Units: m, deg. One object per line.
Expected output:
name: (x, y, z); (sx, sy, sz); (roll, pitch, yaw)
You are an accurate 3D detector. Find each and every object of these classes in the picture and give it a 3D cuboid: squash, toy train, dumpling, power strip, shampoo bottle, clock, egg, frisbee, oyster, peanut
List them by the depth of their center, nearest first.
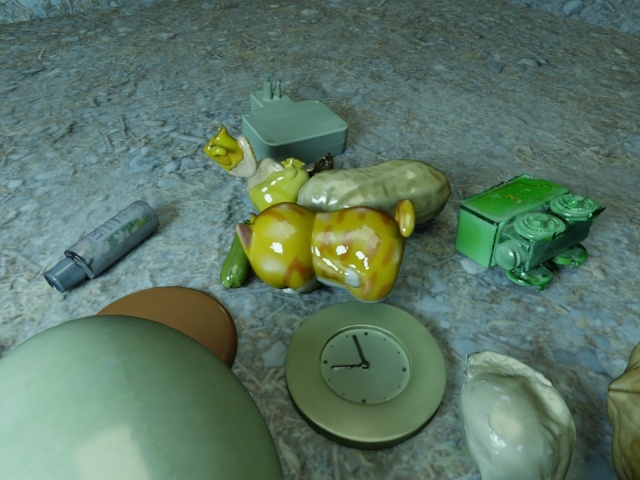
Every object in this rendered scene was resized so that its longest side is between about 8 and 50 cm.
egg: (-0.174, 0.236, 0.417); (0.278, 0.278, 0.336); (-23, 45, -26)
dumpling: (0.239, 0.231, 0.570); (0.136, 0.118, 0.199); (4, 62, 5)
clock: (0.065, 0.185, 0.678); (0.235, 0.029, 0.235); (0, 42, 0)
frisbee: (-0.251, 0.159, 0.697); (0.250, 0.021, 0.251); (0, 40, 0)
shampoo bottle: (-0.383, 0.009, 0.824); (0.072, 0.072, 0.214); (21, 45, 20)
squash: (-0.140, 0.019, 0.842); (0.052, 0.052, 0.183); (6, 38, 5)
toy train: (0.383, -0.024, 0.859); (0.243, 0.132, 0.188); (-21, 38, -24)
peanut: (0.108, -0.076, 0.887); (0.313, 0.152, 0.152); (-12, 43, -21)
oyster: (-0.013, -0.156, 1.036); (0.103, 0.051, 0.148); (-10, 16, 45)
power strip: (-0.085, -0.306, 1.153); (0.229, 0.141, 0.261); (-19, 48, -24)

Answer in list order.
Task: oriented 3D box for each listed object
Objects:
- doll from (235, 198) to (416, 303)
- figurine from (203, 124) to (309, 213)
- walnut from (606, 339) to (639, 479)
doll: (0.010, 0.017, 0.752); (0.269, 0.162, 0.166); (-1, 2, 1)
figurine: (-0.109, -0.121, 0.901); (0.246, 0.156, 0.131); (32, 48, -26)
walnut: (0.467, 0.224, 0.475); (0.313, 0.277, 0.252); (22, 14, 28)
